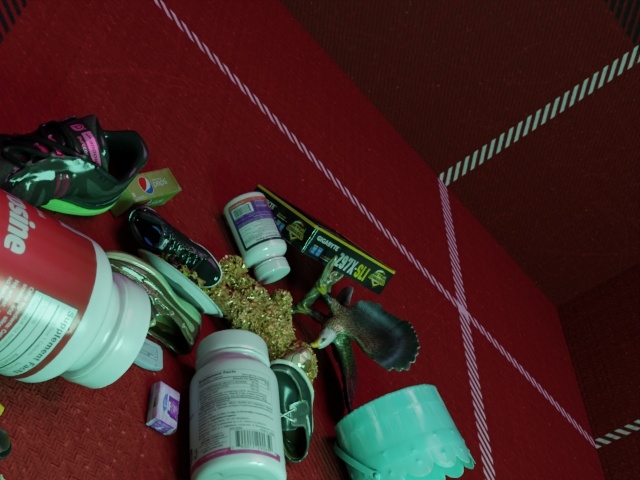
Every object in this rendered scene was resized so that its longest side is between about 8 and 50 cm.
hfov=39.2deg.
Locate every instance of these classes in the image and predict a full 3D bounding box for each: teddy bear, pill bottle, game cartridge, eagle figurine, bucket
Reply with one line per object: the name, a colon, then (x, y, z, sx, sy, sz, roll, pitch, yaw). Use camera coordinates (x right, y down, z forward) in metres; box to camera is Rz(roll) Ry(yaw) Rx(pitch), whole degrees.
teddy bear: (-0.121, 0.176, 1.848, 0.245, 0.113, 0.338, -4, 63, -61)
pill bottle: (-0.149, 0.306, 1.570, 0.160, 0.160, 0.283, 38, 30, -37)
game cartridge: (-0.312, 0.196, 1.577, 0.083, 0.017, 0.056, 36, 27, -38)
eagle figurine: (0.062, 0.222, 2.029, 0.298, 0.225, 0.226, 47, -22, 14)
pill bottle: (-0.442, 0.058, 1.238, 0.407, 0.229, 0.229, 35, 32, -41)
pill bottle: (-0.141, -0.004, 2.035, 0.108, 0.108, 0.194, 10, 52, -59)
bucket: (0.169, 0.437, 1.890, 0.281, 0.281, 0.183, 18, 44, -55)

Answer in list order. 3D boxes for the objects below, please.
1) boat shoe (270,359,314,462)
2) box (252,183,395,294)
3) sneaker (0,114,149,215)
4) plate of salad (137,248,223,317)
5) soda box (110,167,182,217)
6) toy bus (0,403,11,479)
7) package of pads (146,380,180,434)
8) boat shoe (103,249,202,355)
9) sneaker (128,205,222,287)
boat shoe: (-0.057, 0.326, 1.722, 0.079, 0.084, 0.233, -73, 159, -53)
box: (0.000, 0.000, 2.197, 0.322, 0.079, 0.257, 30, 6, -45)
sneaker: (-0.460, -0.135, 1.475, 0.185, 0.202, 0.483, 58, 24, 4)
plate of salad: (-0.254, 0.073, 1.666, 0.200, 0.048, 0.200, 35, -17, 12)
soda box: (-0.355, -0.098, 1.802, 0.058, 0.061, 0.181, 57, 24, 2)
toy bus: (-0.456, 0.234, 1.142, 0.202, 0.104, 0.191, 18, 44, -54)
package of pads: (-0.267, 0.285, 1.530, 0.050, 0.032, 0.083, 39, 29, -31)
boat shoe: (-0.306, 0.116, 1.595, 0.257, 0.095, 0.095, 41, 34, -33)
sneaker: (-0.283, 0.021, 1.713, 0.217, 0.079, 0.121, 39, 0, -6)
